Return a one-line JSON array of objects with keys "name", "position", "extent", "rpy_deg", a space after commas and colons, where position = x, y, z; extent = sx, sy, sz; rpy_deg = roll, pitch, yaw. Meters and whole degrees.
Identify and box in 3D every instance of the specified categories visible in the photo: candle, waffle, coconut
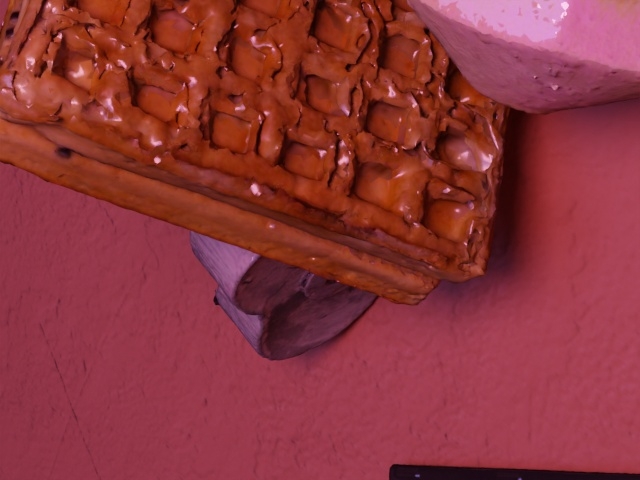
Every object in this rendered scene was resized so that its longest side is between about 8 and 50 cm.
[{"name": "candle", "position": [0.000, 0.000, 0.982], "extent": [0.168, 0.192, 0.068], "rpy_deg": [-33, 65, -6]}, {"name": "waffle", "position": [-0.031, -0.105, 0.849], "extent": [0.091, 0.308, 0.213], "rpy_deg": [-28, 44, 60]}, {"name": "coconut", "position": [0.143, -0.187, 0.761], "extent": [0.233, 0.233, 0.245], "rpy_deg": [37, 116, 36]}]

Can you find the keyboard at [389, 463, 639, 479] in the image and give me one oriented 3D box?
[{"name": "keyboard", "position": [0.169, 0.198, 0.911], "extent": [0.317, 0.027, 0.106], "rpy_deg": [-5, 87, 45]}]
